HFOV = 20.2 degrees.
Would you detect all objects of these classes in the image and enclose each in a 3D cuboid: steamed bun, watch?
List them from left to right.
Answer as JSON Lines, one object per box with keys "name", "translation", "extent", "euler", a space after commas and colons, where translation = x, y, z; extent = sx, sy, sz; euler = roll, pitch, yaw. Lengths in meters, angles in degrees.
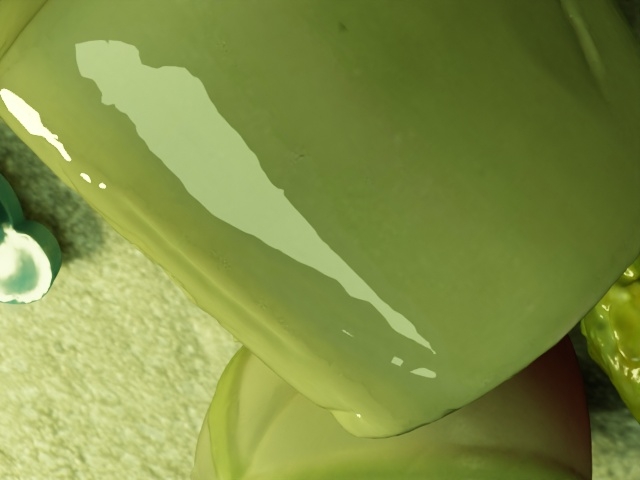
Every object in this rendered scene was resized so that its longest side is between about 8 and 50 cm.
{"name": "watch", "translation": [-0.352, 0.017, 1.520], "extent": [0.211, 0.193, 0.211], "euler": [15, 130, 19]}
{"name": "steamed bun", "translation": [0.032, -0.100, 1.062], "extent": [0.290, 0.456, 0.371], "euler": [-43, 101, 11]}
{"name": "steamed bun", "translation": [0.077, 0.154, 1.342], "extent": [0.309, 0.309, 0.309], "euler": [16, 132, 18]}

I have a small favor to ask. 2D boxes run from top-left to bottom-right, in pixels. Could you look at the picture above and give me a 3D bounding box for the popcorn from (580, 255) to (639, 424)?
{"name": "popcorn", "translation": [0.283, 0.056, 1.218], "extent": [0.212, 0.198, 0.198], "euler": [-8, 126, 3]}
